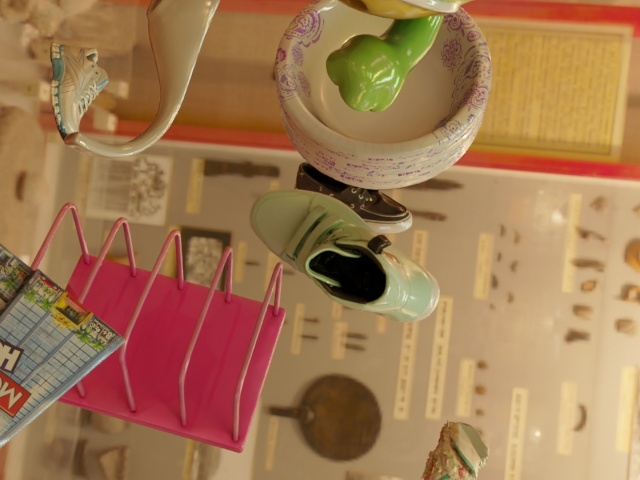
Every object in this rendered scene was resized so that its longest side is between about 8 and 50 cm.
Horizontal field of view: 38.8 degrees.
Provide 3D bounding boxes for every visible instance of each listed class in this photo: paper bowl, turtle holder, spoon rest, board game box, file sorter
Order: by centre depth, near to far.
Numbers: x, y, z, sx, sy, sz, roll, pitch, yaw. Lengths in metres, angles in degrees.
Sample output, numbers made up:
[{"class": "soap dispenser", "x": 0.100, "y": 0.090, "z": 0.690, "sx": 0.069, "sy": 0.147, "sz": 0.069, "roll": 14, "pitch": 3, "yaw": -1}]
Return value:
[{"class": "board game box", "x": -0.299, "y": 0.102, "z": 0.754, "sx": 0.194, "sy": 0.060, "sz": 0.194, "roll": 43, "pitch": 61, "yaw": -21}, {"class": "turtle holder", "x": 0.062, "y": -0.300, "z": 0.814, "sx": 0.227, "sy": 0.243, "sz": 0.320, "roll": -38, "pitch": 173, "yaw": -42}, {"class": "spoon rest", "x": -0.172, "y": -0.200, "z": 1.000, "sx": 0.276, "sy": 0.084, "sz": 0.137, "roll": -60, "pitch": -155, "yaw": -11}, {"class": "file sorter", "x": -0.204, "y": 0.099, "z": 1.116, "sx": 0.182, "sy": 0.290, "sz": 0.202, "roll": 99, "pitch": 7, "yaw": -58}, {"class": "paper bowl", "x": 0.082, "y": -0.201, "z": 1.238, "sx": 0.148, "sy": 0.284, "sz": 0.284, "roll": 88, "pitch": 11, "yaw": -65}]

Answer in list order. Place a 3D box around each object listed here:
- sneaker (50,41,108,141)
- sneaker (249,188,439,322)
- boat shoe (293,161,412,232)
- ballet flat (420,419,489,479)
[{"class": "sneaker", "x": -0.359, "y": -0.228, "z": 1.358, "sx": 0.071, "sy": 0.082, "sz": 0.191, "roll": 101, "pitch": -18, "yaw": -56}, {"class": "sneaker", "x": 0.001, "y": 0.000, "z": 0.993, "sx": 0.094, "sy": 0.255, "sz": 0.151, "roll": -62, "pitch": 153, "yaw": 3}, {"class": "boat shoe", "x": 0.055, "y": -0.082, "z": 1.574, "sx": 0.080, "sy": 0.228, "sz": 0.076, "roll": -39, "pitch": 142, "yaw": -42}, {"class": "ballet flat", "x": 0.190, "y": 0.316, "z": 1.324, "sx": 0.077, "sy": 0.091, "sz": 0.241, "roll": -42, "pitch": 165, "yaw": 10}]
